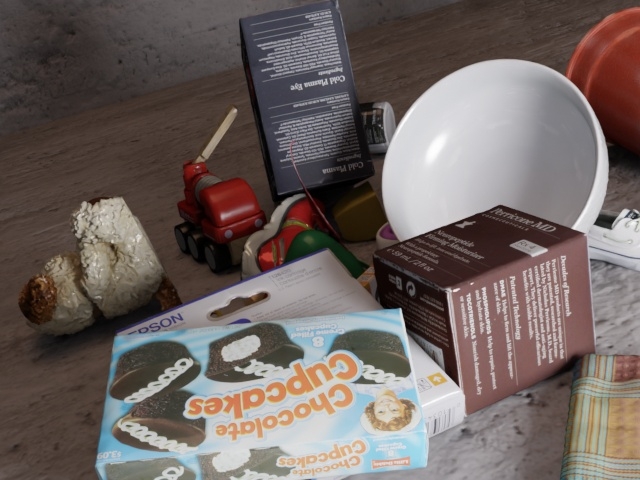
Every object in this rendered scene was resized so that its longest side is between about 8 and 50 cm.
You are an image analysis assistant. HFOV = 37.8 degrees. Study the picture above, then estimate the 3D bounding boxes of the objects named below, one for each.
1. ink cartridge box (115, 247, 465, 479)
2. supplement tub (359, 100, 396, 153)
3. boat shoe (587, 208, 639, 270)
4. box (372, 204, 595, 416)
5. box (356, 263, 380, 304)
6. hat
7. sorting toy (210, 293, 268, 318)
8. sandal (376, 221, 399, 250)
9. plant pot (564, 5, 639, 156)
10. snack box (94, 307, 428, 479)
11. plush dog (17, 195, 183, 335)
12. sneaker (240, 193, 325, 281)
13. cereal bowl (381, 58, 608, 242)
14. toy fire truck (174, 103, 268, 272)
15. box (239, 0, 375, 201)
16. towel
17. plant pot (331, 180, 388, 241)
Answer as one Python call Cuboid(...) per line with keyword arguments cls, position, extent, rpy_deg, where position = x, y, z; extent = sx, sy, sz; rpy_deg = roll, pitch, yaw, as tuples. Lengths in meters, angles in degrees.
Cuboid(cls="ink cartridge box", position=(-0.045, 0.158, 1.092), extent=(0.303, 0.072, 0.307), rpy_deg=(-21, 37, -20))
Cuboid(cls="supplement tub", position=(0.067, -0.248, 2.105), extent=(0.190, 0.117, 0.117), rpy_deg=(-3, 22, 19))
Cuboid(cls="boat shoe", position=(0.445, -0.008, 1.357), extent=(0.226, 0.076, 0.083), rpy_deg=(6, 27, 37))
Cuboid(cls="box", position=(0.197, 0.077, 1.135), extent=(0.203, 0.167, 0.168), rpy_deg=(-20, 23, -23))
Cuboid(cls="box", position=(0.092, 0.071, 1.323), extent=(0.028, 0.081, 0.136), rpy_deg=(-1, 23, 35))
Cuboid(cls="hat", position=(0.000, 0.000, 1.336), extent=(0.208, 0.183, 0.173), rpy_deg=(22, 41, 25))
Cuboid(cls="sorting toy", position=(-0.036, 0.110, 1.222), extent=(0.274, 0.132, 0.046), rpy_deg=(-12, -21, -2))
Cuboid(cls="sandal", position=(0.219, -0.084, 1.629), extent=(0.169, 0.102, 0.416), rpy_deg=(-1, 23, 24))
Cuboid(cls="plant pot", position=(0.619, -0.257, 1.688), extent=(0.272, 0.272, 0.265), rpy_deg=(-13, 29, -5))
Cuboid(cls="snack box", position=(-0.061, 0.165, 0.978), extent=(0.322, 0.060, 0.187), rpy_deg=(-6, 37, -1))
Cuboid(cls="plush dog", position=(-0.362, 0.072, 1.476), extent=(0.225, 0.210, 0.262), rpy_deg=(-29, -5, -7))
Cuboid(cls="sneaker", position=(-0.037, 0.013, 1.556), extent=(0.118, 0.107, 0.279), rpy_deg=(15, 31, 14))
Cuboid(cls="cereal bowl", position=(0.269, -0.090, 1.400), extent=(0.339, 0.339, 0.141), rpy_deg=(3, -14, 32))
Cuboid(cls="toy fire truck", position=(-0.175, -0.098, 1.658), extent=(0.158, 0.246, 0.217), rpy_deg=(-21, 23, -23))
Cuboid(cls="box", position=(-0.034, -0.244, 1.747), extent=(0.179, 0.312, 0.343), rpy_deg=(-13, 1, -4))
Cuboid(cls="towel", position=(0.371, 0.206, 0.901), extent=(0.271, 0.040, 0.370), rpy_deg=(-3, 22, 19))
Cuboid(cls="plant pot", position=(0.067, -0.044, 1.639), extent=(0.083, 0.081, 0.081), rpy_deg=(-23, 21, 1))
